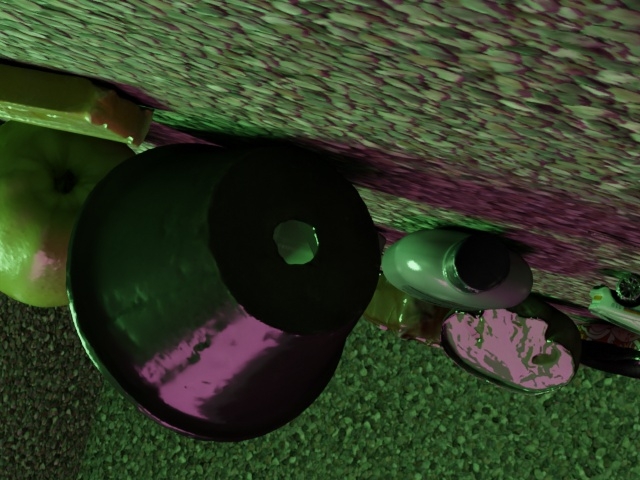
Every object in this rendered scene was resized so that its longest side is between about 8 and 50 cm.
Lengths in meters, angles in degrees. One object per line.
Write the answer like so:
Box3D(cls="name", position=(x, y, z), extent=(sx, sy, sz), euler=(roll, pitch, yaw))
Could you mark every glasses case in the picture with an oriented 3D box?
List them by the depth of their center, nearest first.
Box3D(cls="glasses case", position=(0.421, 0.153, 2.167), extent=(0.103, 0.067, 0.267), euler=(18, 176, -18))

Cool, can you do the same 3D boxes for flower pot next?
Box3D(cls="flower pot", position=(-0.056, 0.023, 1.293), extent=(0.269, 0.269, 0.166), euler=(18, 156, -28))

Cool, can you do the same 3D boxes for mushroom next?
Box3D(cls="mushroom", position=(0.258, 0.123, 2.086), extent=(0.188, 0.141, 0.117), euler=(16, -150, 12))

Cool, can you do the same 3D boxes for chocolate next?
Box3D(cls="chocolate", position=(0.164, 0.117, 2.439), extent=(0.214, 0.093, 0.148), euler=(18, 173, -33))

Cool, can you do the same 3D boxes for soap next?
Box3D(cls="soap", position=(-0.264, -0.123, 1.272), extent=(0.252, 0.037, 0.092), euler=(14, 176, 21))

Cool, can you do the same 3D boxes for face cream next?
Box3D(cls="face cream", position=(0.138, 0.029, 1.560), extent=(0.144, 0.071, 0.291), euler=(14, 176, 0))

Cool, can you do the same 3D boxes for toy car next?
Box3D(cls="toy car", position=(0.361, 0.079, 1.529), extent=(0.205, 0.056, 0.095), euler=(15, 174, 14))

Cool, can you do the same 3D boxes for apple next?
Box3D(cls="apple", position=(-0.247, -0.031, 1.464), extent=(0.200, 0.200, 0.200), euler=(15, 176, 1))

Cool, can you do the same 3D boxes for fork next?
Box3D(cls="fork", position=(0.271, 0.010, 1.280), extent=(0.115, 0.012, 0.016), euler=(21, 171, -9))

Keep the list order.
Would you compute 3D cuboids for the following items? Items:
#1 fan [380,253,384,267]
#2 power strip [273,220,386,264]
Box3D(cls="fan", position=(0.000, 0.000, 2.005), extent=(0.282, 0.023, 0.057), euler=(17, 167, -17))
Box3D(cls="power strip", position=(-0.069, 0.024, 1.790), extent=(0.261, 0.141, 0.229), euler=(16, 174, 25))
